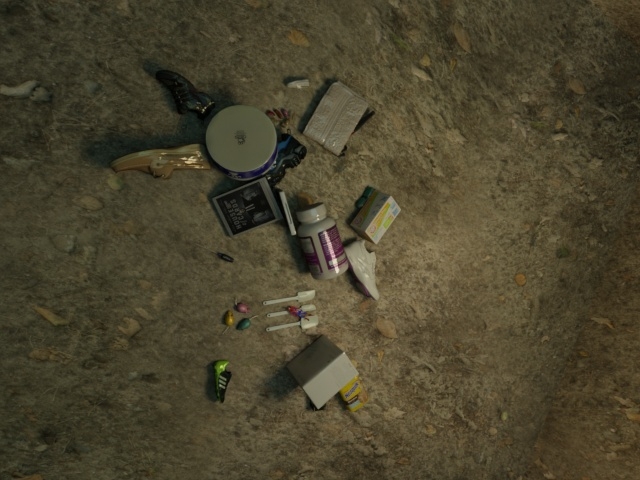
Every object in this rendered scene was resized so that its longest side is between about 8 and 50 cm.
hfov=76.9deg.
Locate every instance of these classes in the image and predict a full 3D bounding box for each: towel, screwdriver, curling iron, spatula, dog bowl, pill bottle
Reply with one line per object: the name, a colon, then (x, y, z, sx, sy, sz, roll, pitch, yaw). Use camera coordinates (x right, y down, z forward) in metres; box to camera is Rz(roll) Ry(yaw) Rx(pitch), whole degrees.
towel: (0.068, -0.522, 1.711, 0.187, 0.049, 0.282, 30, 84, -10)
screwdriver: (-0.423, 0.045, 1.612, 0.170, 0.024, 0.025, 32, 114, -21)
curling iron: (0.145, -0.469, 1.773, 0.068, 0.035, 0.274, 43, 81, -14)
spatula: (-0.128, 0.316, 1.768, 0.242, 0.019, 0.168, -8, 100, -21)
dog bowl: (-0.293, -0.367, 1.520, 0.265, 0.104, 0.265, 1, 82, -4)
pill bottle: (0.000, 0.000, 1.700, 0.169, 0.169, 0.301, -22, 104, -18)

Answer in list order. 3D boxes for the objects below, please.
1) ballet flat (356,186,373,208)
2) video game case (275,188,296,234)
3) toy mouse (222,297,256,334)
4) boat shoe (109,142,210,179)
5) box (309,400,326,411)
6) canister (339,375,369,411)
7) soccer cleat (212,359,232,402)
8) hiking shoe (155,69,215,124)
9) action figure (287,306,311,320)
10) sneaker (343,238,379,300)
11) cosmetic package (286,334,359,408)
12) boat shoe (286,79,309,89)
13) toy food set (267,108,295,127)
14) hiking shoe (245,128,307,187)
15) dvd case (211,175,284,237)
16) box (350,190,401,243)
ballet flat: (0.206, -0.192, 1.836, 0.041, 0.041, 0.114, 40, 81, -21)
video game case: (-0.141, -0.119, 1.616, 0.022, 0.190, 0.173, -17, 103, -7)
toy mouse: (-0.325, 0.319, 1.679, 0.143, 0.031, 0.161, 7, 94, -23)
boat shoe: (-0.571, -0.274, 1.457, 0.341, 0.121, 0.110, -15, 101, -21)
box: (-0.011, 0.728, 1.848, 0.062, 0.052, 0.083, 0, 98, -23)
canister: (0.146, 0.704, 1.899, 0.126, 0.073, 0.170, -31, 108, -16)
soccer cleat: (-0.401, 0.584, 1.667, 0.072, 0.060, 0.179, -6, 96, -23)
hiking shoe: (-0.504, -0.523, 1.473, 0.227, 0.086, 0.114, 30, 81, -23)
action figure: (-0.095, 0.315, 1.759, 0.115, 0.030, 0.038, 26, 88, -18)
sneaker: (0.214, 0.135, 1.833, 0.152, 0.114, 0.305, -33, 108, -14)
cosmetic package: (0.002, 0.556, 1.738, 0.224, 0.224, 0.138, -38, 109, -14)
boat shoe: (-0.091, -0.636, 1.658, 0.100, 0.035, 0.035, -20, 101, -26)
toy food set: (-0.167, -0.503, 1.652, 0.122, 0.019, 0.078, 6, 94, -15)
hiking shoe: (-0.200, -0.306, 1.633, 0.304, 0.113, 0.132, -41, 79, -6)
dvd case: (-0.283, -0.129, 1.581, 0.238, 0.029, 0.179, -20, 105, 12)
box: (0.247, -0.104, 1.808, 0.203, 0.103, 0.114, -54, 132, -8)
